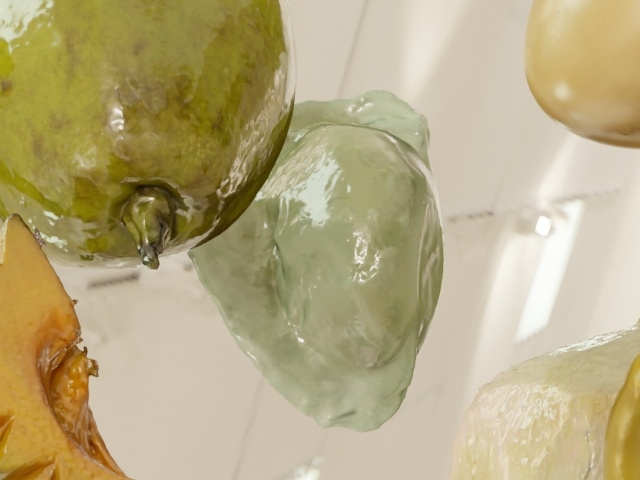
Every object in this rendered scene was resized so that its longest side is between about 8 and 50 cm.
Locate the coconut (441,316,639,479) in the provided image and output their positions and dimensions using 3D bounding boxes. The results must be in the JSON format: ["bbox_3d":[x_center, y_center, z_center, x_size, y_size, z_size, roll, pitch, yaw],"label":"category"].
[{"bbox_3d":[0.350,0.267,1.725,0.404,0.404,0.404,19,-90,-72],"label":"coconut"}]

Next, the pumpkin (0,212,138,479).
[{"bbox_3d":[-0.197,0.130,0.973,0.130,0.254,0.149,-23,-21,-36],"label":"pumpkin"}]

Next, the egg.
[{"bbox_3d":[0.261,-0.164,1.098,0.244,0.201,0.201,-32,-29,-11],"label":"egg"}]

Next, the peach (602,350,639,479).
[{"bbox_3d":[0.239,0.131,0.895,0.179,0.103,0.179,179,90,-71],"label":"peach"}]

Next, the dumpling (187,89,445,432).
[{"bbox_3d":[0.029,-0.006,1.523,0.212,0.270,0.320,-38,24,25],"label":"dumpling"}]

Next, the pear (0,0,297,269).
[{"bbox_3d":[-0.152,-0.110,1.167,0.375,0.287,0.287,-106,13,-46],"label":"pear"}]
